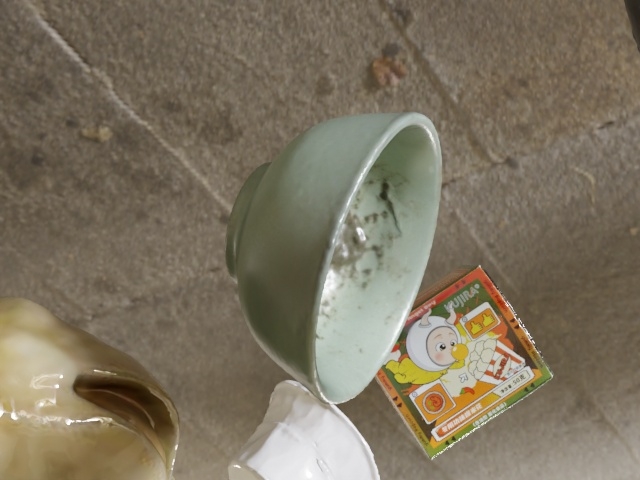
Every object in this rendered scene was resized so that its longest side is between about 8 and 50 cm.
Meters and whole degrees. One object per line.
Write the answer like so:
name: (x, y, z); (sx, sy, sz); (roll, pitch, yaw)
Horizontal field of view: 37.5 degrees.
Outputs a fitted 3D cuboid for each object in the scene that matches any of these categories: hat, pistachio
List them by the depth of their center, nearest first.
pistachio: (-0.327, 0.242, 1.018); (0.365, 0.282, 0.446); (-15, 135, 12)
hat: (-0.035, 0.288, 1.187); (0.203, 0.126, 0.203); (31, 139, 31)

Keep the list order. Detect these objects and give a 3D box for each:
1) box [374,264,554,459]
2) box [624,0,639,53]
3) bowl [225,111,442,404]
box: (0.170, 0.156, 1.262); (0.194, 0.148, 0.178); (-33, 89, -3)
box: (0.436, -0.217, 1.104); (0.042, 0.201, 0.213); (-27, 105, -10)
bowl: (0.000, 0.000, 0.925); (0.146, 0.289, 0.289); (18, 142, 22)
